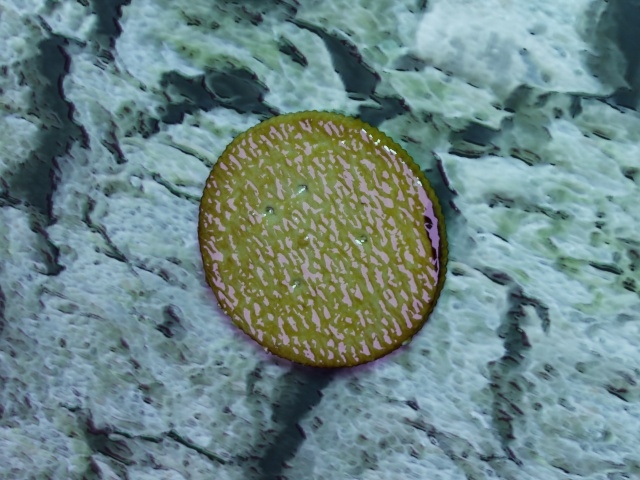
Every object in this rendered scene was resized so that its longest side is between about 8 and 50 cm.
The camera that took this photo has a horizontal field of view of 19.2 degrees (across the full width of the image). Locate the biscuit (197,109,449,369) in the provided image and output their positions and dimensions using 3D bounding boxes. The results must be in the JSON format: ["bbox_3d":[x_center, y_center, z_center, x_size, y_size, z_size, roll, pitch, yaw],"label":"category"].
[{"bbox_3d":[0.000,0.000,2.131,0.305,0.038,0.305,5,105,20],"label":"biscuit"}]
